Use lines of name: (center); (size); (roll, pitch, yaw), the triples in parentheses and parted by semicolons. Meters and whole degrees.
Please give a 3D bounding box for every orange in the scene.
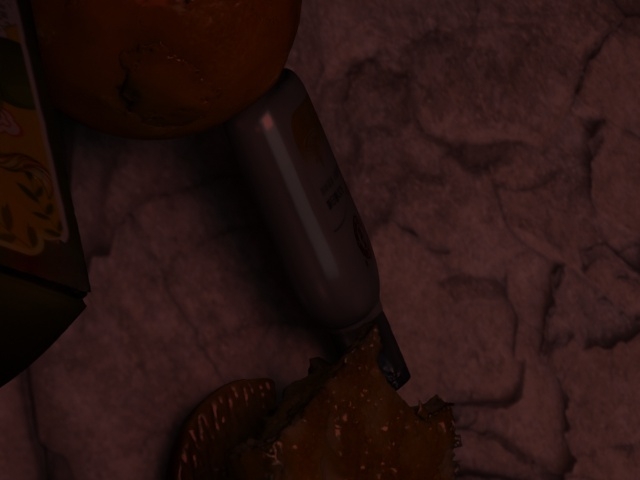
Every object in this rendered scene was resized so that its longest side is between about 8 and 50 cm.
orange: (-0.136, -0.195, 1.541); (0.246, 0.246, 0.246); (16, 64, -36)

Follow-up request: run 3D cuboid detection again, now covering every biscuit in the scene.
biscuit: (-0.067, 0.225, 1.579); (0.144, 0.033, 0.224); (-2, 73, -43)

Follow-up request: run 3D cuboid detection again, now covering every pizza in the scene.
pizza: (0.030, 0.196, 1.608); (0.323, 0.089, 0.223); (47, 44, -42)

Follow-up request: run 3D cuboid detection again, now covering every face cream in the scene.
face cream: (0.000, 0.000, 1.672); (0.144, 0.071, 0.291); (-60, 130, -70)

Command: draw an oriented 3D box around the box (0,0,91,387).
box: (-0.360, -0.134, 1.283); (0.373, 0.138, 0.420); (23, 39, -42)
